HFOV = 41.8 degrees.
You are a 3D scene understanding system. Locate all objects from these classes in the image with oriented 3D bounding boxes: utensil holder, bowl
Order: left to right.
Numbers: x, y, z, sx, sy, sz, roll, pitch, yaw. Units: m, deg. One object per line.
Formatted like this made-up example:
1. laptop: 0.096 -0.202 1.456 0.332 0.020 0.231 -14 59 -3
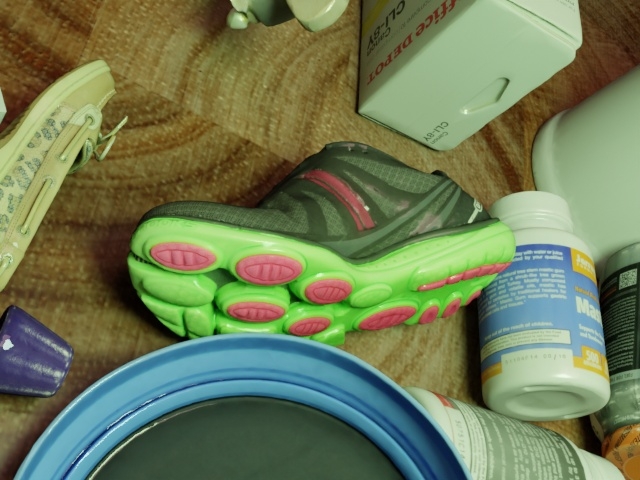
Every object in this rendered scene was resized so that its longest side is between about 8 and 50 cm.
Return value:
1. bowl: -0.059 0.257 0.674 0.391 0.077 0.391 3 51 -4
2. utensil holder: 0.570 -0.141 1.243 0.327 0.385 0.328 17 56 -28

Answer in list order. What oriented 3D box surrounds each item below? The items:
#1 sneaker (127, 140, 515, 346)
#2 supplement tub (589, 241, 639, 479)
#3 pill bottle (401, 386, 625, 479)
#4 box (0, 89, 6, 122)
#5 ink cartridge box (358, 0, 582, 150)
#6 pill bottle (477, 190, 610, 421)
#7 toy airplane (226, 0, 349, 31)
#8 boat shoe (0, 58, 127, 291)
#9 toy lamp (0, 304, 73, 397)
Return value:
1. sneaker: 0.000 0.000 0.927 0.482 0.185 0.202 -2 49 -40
2. supplement tub: 0.467 0.169 1.129 0.193 0.193 0.316 33 51 -17
3. pill bottle: 0.186 0.268 0.894 0.283 0.161 0.161 21 55 -25
4. box: -0.360 -0.137 0.770 0.102 0.087 0.101 -9 72 -38
5. ink cartridge box: 0.193 -0.363 1.161 0.160 0.279 0.385 19 56 -26
6. pill bottle: 0.276 0.078 1.068 0.152 0.152 0.272 20 57 -26
7. toy airplane: -0.076 -0.435 1.016 0.384 0.272 0.386 22 63 15
8. boat shoe: -0.265 -0.069 0.790 0.089 0.104 0.285 42 46 -17
9. toy lamp: -0.339 0.060 0.685 0.274 0.080 0.080 26 53 -23
